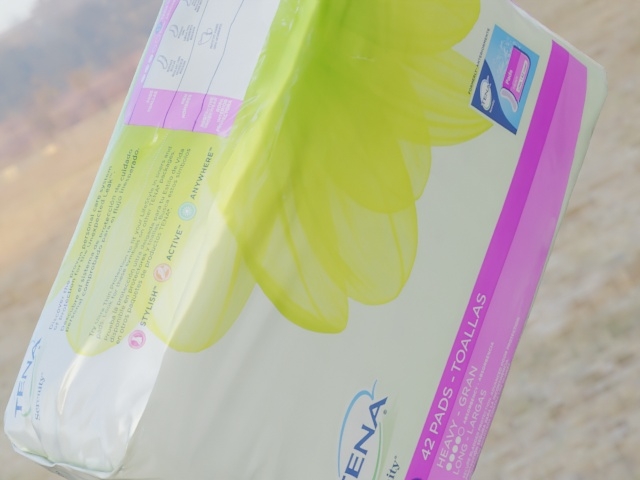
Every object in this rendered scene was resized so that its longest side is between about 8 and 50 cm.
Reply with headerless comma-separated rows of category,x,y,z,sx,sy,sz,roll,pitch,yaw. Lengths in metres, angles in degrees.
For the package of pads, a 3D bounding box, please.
package of pads,0.000,0.000,0.930,0.101,0.229,0.296,8,74,46
